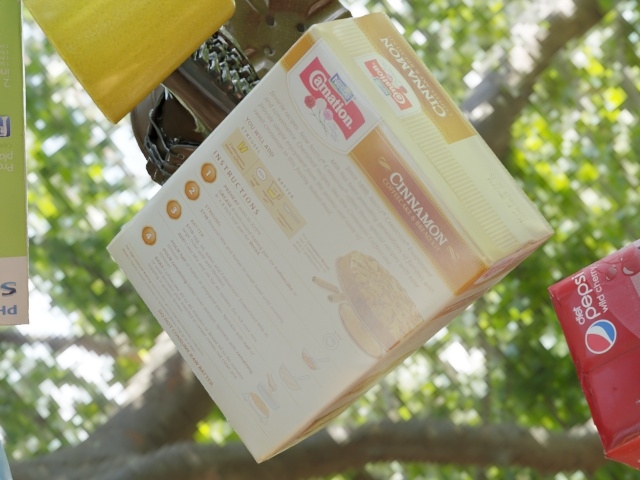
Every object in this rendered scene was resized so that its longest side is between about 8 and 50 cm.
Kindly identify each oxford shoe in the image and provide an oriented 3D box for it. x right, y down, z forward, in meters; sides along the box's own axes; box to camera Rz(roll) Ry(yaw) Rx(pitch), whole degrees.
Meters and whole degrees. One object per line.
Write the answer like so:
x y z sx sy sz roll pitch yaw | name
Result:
-0.069 -0.064 1.005 0.096 0.083 0.227 -26 -33 7 | oxford shoe

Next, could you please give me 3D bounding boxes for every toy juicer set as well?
-0.155 -0.185 0.639 0.089 0.209 0.329 -35 36 -1 | toy juicer set

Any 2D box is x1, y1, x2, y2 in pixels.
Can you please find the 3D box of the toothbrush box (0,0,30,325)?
-0.278 -0.105 1.218 0.206 0.122 0.283 -114 25 -61 | toothbrush box

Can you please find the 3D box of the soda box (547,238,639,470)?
0.213 0.072 0.759 0.092 0.083 0.263 -31 -36 25 | soda box

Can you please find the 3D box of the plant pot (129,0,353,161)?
-0.052 -0.130 1.346 0.167 0.167 0.165 -36 -3 -29 | plant pot

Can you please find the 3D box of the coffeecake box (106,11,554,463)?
0.000 0.000 0.834 0.185 0.142 0.068 -43 -13 34 | coffeecake box

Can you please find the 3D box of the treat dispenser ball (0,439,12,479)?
-0.295 0.151 0.815 0.288 0.288 0.288 -39 -8 -6 | treat dispenser ball
